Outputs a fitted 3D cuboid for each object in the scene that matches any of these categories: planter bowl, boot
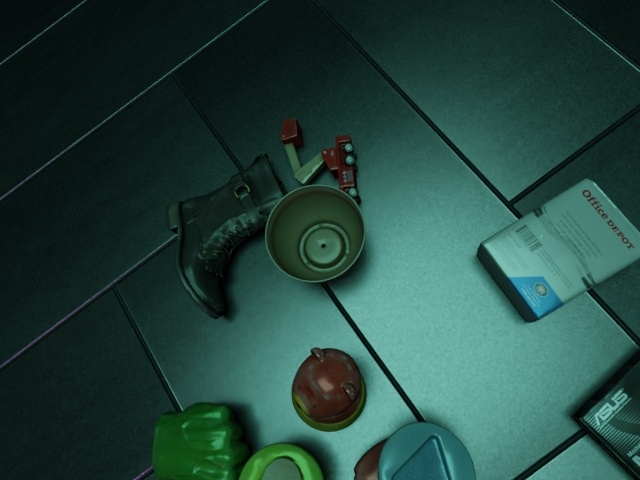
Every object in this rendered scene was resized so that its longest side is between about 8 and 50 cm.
[{"bbox_3d":[0.000,0.000,0.794,0.162,0.109,0.162,-3,75,10],"label":"planter bowl"},{"bbox_3d":[-0.146,-0.016,0.842,0.229,0.091,0.263,-23,71,4],"label":"boot"}]

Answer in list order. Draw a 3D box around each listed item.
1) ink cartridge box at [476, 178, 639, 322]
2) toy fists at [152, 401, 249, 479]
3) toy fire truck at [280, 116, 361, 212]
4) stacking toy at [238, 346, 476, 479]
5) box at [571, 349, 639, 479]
[{"bbox_3d":[0.365,0.018,0.727,0.191,0.082,0.139,-31,71,1],"label":"ink cartridge box"},{"bbox_3d":[-0.178,0.397,0.731,0.142,0.096,0.279,-7,74,23],"label":"toy fists"},{"bbox_3d":[-0.001,-0.137,0.867,0.135,0.047,0.192,-7,74,10],"label":"toy fire truck"},{"bbox_3d":[0.038,0.319,0.646,0.309,0.130,0.279,35,65,17],"label":"stacking toy"},{"bbox_3d":[0.493,0.255,0.653,0.191,0.045,0.184,-42,74,-3],"label":"box"}]
